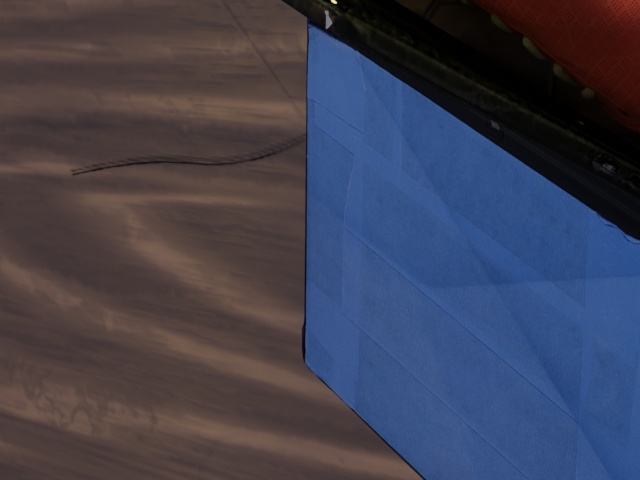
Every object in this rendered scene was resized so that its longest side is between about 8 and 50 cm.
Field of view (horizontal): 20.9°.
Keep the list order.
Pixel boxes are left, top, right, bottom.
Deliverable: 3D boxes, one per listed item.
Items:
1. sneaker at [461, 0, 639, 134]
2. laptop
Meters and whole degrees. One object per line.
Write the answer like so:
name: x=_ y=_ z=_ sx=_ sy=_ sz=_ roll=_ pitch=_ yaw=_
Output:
sneaker: x=0.131 y=-0.106 z=0.792 sx=0.314 sy=0.116 sz=0.136 roll=19 pitch=123 yaw=41
laptop: x=0.000 y=0.000 z=0.833 sx=0.382 sy=0.408 sz=0.236 roll=40 pitch=103 yaw=49
